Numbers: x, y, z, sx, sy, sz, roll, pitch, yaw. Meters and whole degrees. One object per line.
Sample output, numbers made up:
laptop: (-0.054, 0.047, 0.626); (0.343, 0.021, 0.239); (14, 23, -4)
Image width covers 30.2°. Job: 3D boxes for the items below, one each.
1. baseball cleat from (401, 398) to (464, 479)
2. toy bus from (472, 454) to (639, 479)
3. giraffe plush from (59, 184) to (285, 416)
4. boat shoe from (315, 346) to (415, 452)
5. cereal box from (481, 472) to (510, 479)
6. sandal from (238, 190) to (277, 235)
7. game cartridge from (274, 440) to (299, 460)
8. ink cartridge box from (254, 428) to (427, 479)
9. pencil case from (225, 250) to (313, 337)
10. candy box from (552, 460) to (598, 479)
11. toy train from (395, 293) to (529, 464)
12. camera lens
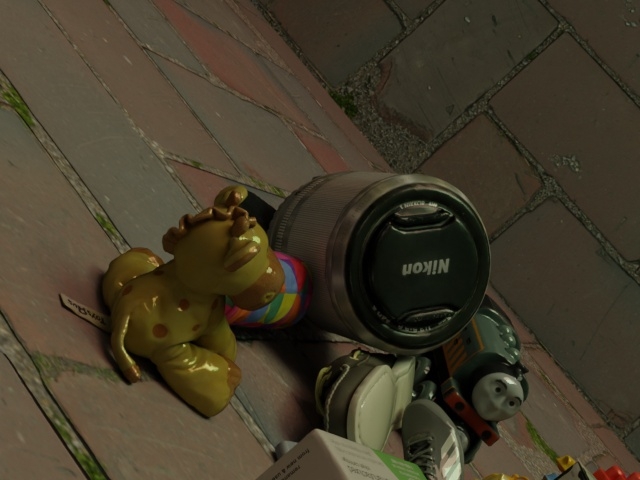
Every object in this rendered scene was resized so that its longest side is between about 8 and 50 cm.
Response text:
baseball cleat: (0.125, 0.270, 1.355); (0.109, 0.072, 0.206); (30, 39, -54)
toy bus: (0.326, 0.360, 1.560); (0.220, 0.211, 0.149); (39, 16, -31)
giraffe plush: (-0.111, 0.037, 1.109); (0.181, 0.170, 0.210); (55, 13, 32)
boat shoe: (0.043, 0.184, 1.378); (0.091, 0.109, 0.305); (8, 4, 14)
cereal box: (0.198, 0.350, 1.222); (0.240, 0.173, 0.047); (46, 43, -14)
sandal: (-0.001, -0.001, 1.809); (0.168, 0.107, 0.445); (54, 13, 27)
game cartridge: (-0.009, 0.233, 1.196); (0.083, 0.017, 0.056); (30, 21, -35)
ink cartridge box: (0.068, 0.312, 0.995); (0.198, 0.115, 0.273); (32, 20, -54)
pencil case: (-0.087, 0.055, 1.342); (0.104, 0.104, 0.236); (51, 10, 16)
candy box: (0.209, 0.341, 1.118); (0.159, 0.233, 0.071); (46, 13, -15)
toy train: (0.203, 0.193, 1.704); (0.142, 0.190, 0.334); (45, 11, -10)
camera lens: (0.069, 0.022, 1.519); (0.219, 0.219, 0.274); (44, -13, -21)
